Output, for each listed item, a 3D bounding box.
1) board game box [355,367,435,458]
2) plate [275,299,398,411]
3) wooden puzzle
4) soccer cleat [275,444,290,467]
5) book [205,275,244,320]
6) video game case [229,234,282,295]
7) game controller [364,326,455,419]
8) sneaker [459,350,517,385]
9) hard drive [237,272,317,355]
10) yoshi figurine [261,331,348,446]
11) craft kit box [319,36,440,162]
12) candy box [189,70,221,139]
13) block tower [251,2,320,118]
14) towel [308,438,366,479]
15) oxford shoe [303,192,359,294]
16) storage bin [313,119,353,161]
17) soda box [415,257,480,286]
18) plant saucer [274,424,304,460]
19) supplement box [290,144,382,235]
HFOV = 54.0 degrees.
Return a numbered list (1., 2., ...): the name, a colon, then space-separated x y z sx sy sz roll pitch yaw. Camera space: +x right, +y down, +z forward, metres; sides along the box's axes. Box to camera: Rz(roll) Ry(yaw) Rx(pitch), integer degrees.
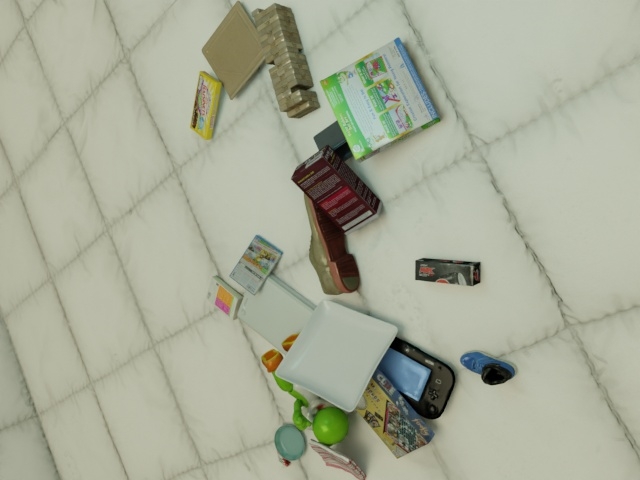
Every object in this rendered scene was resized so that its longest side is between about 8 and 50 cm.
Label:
1. board game box: 0.192 0.496 1.799 0.243 0.042 0.165 49 139 8
2. plate: 0.050 0.326 1.800 0.277 0.045 0.278 17 63 34
3. wooden puzzle: -0.271 -0.609 2.025 0.221 0.044 0.238 -41 69 33
4. soccer cleat: -0.134 0.730 2.126 0.035 0.029 0.083 -34 81 30
5. book: -0.337 0.201 2.192 0.144 0.035 0.096 34 118 27
6. video game case: -0.212 0.080 2.055 0.119 0.015 0.166 34 91 28
7. game controller: 0.228 0.371 1.792 0.319 0.067 0.166 25 111 30
8. sneaker: 0.424 0.332 1.635 0.152 0.084 0.058 13 104 34
9. hard drive: -0.127 0.248 2.044 0.307 0.040 0.203 34 115 27
10. yoshi figurine: -0.019 0.471 1.899 0.203 0.203 0.362 -26 99 17
11. craft kit box: 0.158 -0.375 1.693 0.247 0.061 0.250 -25 81 12
12. candy box: -0.387 -0.453 2.112 0.105 0.027 0.206 37 125 32
13. block tower: -0.103 -0.542 1.881 0.097 0.091 0.335 -20 85 35
14. towel: 0.052 0.670 1.906 0.144 0.197 0.029 15 62 30
15. oxford shoe: 0.000 0.000 1.870 0.130 0.123 0.348 -19 84 41
16. storage bin: 0.051 -0.283 1.808 0.135 0.098 0.091 -33 64 11
17. soda box: 0.339 0.083 1.679 0.169 0.053 0.060 4 99 36
18. plant saucer: -0.099 0.670 2.089 0.119 0.021 0.119 1 93 29
19. supplement box: 0.048 -0.139 1.770 0.130 0.073 0.239 -31 114 34
